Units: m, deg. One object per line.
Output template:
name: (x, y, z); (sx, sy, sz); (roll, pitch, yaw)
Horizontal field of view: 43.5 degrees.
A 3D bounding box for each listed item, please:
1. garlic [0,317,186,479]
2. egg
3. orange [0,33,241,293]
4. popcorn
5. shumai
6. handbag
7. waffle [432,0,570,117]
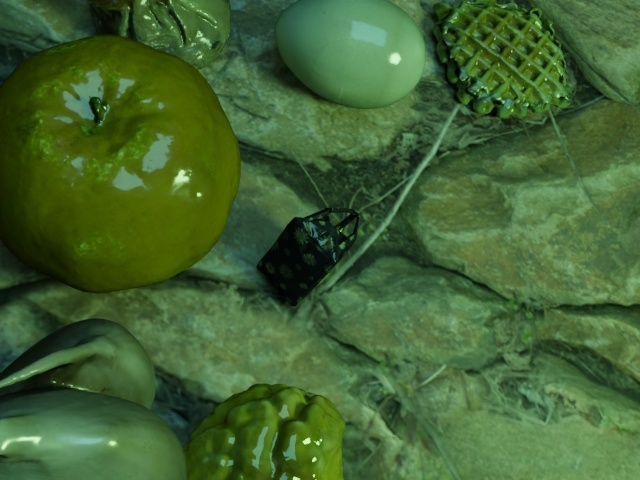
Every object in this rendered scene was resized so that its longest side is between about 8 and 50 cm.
garlic: (-0.235, 0.154, 0.682); (0.245, 0.340, 0.231); (7, 57, -15)
egg: (0.040, -0.260, 1.087); (0.209, 0.151, 0.151); (15, 61, -3)
orange: (-0.223, -0.077, 0.862); (0.279, 0.235, 0.279); (1, 68, -3)
popcorn: (-0.049, 0.254, 0.785); (0.203, 0.200, 0.226); (33, 61, 4)
shumai: (-0.208, -0.321, 1.045); (0.201, 0.120, 0.201); (6, 64, -13)
handbag: (0.000, 0.000, 0.985); (0.072, 0.115, 0.139); (44, 42, 4)
waffle: (0.279, -0.286, 1.239); (0.207, 0.054, 0.214); (-1, 69, -16)
